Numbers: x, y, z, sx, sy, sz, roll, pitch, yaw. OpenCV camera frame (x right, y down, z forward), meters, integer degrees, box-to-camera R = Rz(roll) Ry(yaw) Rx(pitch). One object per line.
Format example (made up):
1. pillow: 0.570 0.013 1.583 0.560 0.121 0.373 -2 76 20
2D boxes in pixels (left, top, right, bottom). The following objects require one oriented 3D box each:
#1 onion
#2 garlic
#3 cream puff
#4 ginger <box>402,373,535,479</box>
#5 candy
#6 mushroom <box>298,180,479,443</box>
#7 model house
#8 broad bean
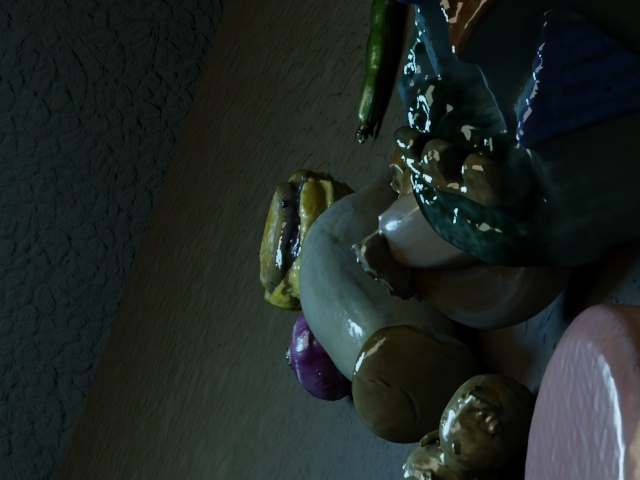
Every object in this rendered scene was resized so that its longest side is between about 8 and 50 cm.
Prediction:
1. onion: 0.012 0.124 1.785 0.115 0.105 0.115 -19 -90 -83
2. garlic: 0.149 -0.030 1.377 0.191 0.160 0.214 -19 27 27
3. cream puff: 0.000 0.000 1.908 0.189 0.130 0.189 -172 90 -76
4. ginger: 0.115 0.198 1.345 0.104 0.080 0.204 -31 -26 -58
5. candy: 0.197 0.163 0.963 0.255 0.094 0.255 -175 90 -82
6. mushroom: 0.056 0.066 1.599 0.407 0.154 0.137 -102 -8 -67
7. model house: 0.143 -0.193 1.162 0.295 0.252 0.329 -88 -19 -52
8. broad bean: 0.081 -0.262 2.139 0.060 0.043 0.297 115 167 -55
